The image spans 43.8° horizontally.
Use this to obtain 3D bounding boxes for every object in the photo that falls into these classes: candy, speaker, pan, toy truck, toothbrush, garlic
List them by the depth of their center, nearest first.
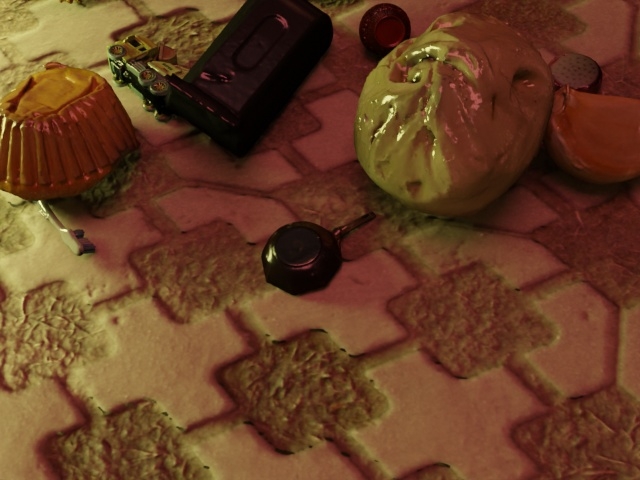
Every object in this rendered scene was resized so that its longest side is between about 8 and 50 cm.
[{"bbox_3d":[0.475,-0.176,1.295,0.245,0.164,0.145,1,40,0],"label":"garlic"},{"bbox_3d":[-0.013,-0.007,1.302,0.128,0.048,0.202,25,63,21],"label":"pan"},{"bbox_3d":[-0.119,-0.325,1.411,0.180,0.184,0.388,33,64,-2],"label":"speaker"},{"bbox_3d":[-0.515,-0.098,1.416,0.040,0.040,0.386,-38,61,-17],"label":"toothbrush"},{"bbox_3d":[0.457,-0.294,1.440,0.103,0.043,0.103,-3,58,4],"label":"candy"},{"bbox_3d":[-0.309,-0.316,1.509,0.191,0.085,0.116,40,60,23],"label":"toy truck"}]

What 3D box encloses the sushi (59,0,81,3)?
[{"bbox_3d":[-0.567,-0.674,1.700,0.234,0.207,0.348,-6,51,16],"label":"sushi"}]

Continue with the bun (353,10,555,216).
[{"bbox_3d":[0.192,-0.215,1.272,0.326,0.234,0.362,-7,55,43],"label":"bun"}]

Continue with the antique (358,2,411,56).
[{"bbox_3d":[0.122,-0.400,1.512,0.104,0.104,0.104,-3,57,4],"label":"antique"}]

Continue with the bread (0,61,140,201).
[{"bbox_3d":[-0.461,-0.187,1.382,0.274,0.149,0.274,-1,41,1],"label":"bread"}]
